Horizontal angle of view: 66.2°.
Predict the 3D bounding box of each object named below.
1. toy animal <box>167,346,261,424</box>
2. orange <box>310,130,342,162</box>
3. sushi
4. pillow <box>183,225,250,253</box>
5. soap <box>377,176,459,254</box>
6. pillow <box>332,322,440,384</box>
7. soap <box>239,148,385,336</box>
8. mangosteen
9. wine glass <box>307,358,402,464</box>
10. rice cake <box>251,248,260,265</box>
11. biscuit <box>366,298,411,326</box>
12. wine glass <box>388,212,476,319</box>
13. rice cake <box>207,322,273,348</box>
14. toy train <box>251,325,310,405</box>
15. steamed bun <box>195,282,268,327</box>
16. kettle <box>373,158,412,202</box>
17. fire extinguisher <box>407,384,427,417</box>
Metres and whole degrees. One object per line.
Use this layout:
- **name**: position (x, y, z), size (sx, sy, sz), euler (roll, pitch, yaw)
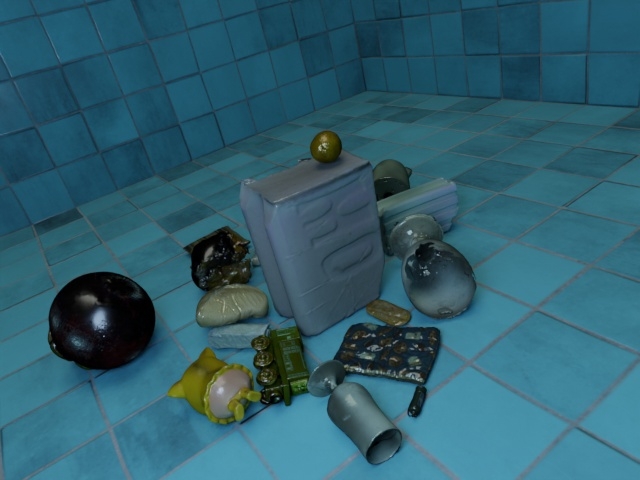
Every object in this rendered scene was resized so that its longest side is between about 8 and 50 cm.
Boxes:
- **toy animal**: position (-0.243, 0.350, 1.159), size (0.230, 0.156, 0.156), euler (8, 35, 40)
- **orange**: position (0.016, -0.247, 1.295), size (0.085, 0.085, 0.095), euler (-5, 21, 17)
- **sushi**: position (-0.352, 0.070, 1.699), size (0.200, 0.213, 0.204), euler (-2, 36, -26)
- **pillow**: position (-0.414, 0.020, 1.949), size (0.212, 0.052, 0.208), euler (-31, 34, -24)
- **soap**: position (0.321, -0.086, 1.662), size (0.290, 0.172, 0.095), euler (-22, 28, -13)
- **pillow**: position (0.164, 0.274, 1.229), size (0.256, 0.034, 0.189), euler (-1, 29, 27)
- **soap**: position (0.000, 0.000, 1.390), size (0.350, 0.435, 0.213), euler (-25, 29, -25)
- **mangosteen**: position (-0.636, 0.246, 1.425), size (0.300, 0.300, 0.300), euler (-11, 28, 6)
- **wine glass**: position (0.069, 0.360, 1.040), size (0.103, 0.103, 0.231), euler (-25, 34, -20)
- **rice cake**: position (-0.228, 0.032, 1.856), size (0.043, 0.034, 0.211), euler (-14, 28, 8)
- **biscuit**: position (0.188, 0.200, 1.363), size (0.071, 0.018, 0.147), euler (-30, 32, -29)
- **wine glass**: position (0.308, 0.065, 1.389), size (0.191, 0.190, 0.357), euler (-12, 23, 4)
- **rice cake**: position (-0.223, 0.270, 1.382), size (0.207, 0.063, 0.069), euler (-3, 22, 23)
- **toy train**: position (-0.098, 0.311, 1.224), size (0.137, 0.090, 0.225), euler (-8, 31, -12)
- **steamed bun**: position (-0.265, 0.181, 1.469), size (0.213, 0.110, 0.231), euler (-4, 5, -12)
- **kettle**: position (0.245, -0.217, 1.949), size (0.240, 0.165, 0.255), euler (-8, 28, 14)
- **fire extinguisher**: position (0.207, 0.355, 1.065), size (0.038, 0.025, 0.083), euler (-42, 7, 39)
